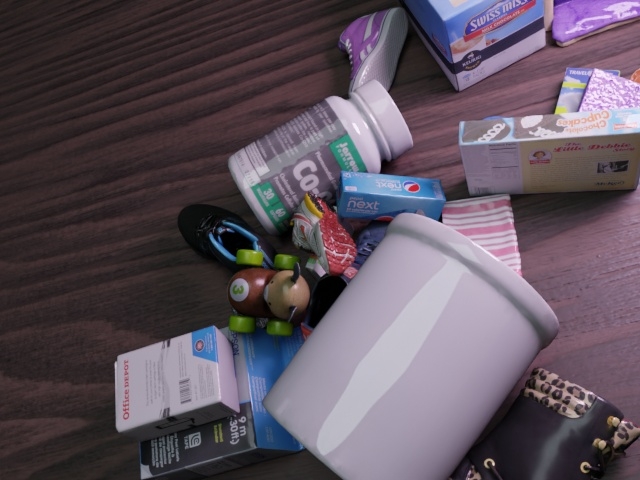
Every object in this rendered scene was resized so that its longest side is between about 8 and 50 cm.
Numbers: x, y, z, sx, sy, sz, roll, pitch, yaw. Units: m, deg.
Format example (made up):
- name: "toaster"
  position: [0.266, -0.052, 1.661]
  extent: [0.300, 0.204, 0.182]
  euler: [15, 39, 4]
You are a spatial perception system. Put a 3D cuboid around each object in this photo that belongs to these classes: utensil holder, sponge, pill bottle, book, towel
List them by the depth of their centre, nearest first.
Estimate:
- name: "utensil holder"
  position: [0.139, 0.205, 1.056]
  extent: [0.327, 0.328, 0.385]
  euler: [32, 77, 31]
- name: "sponge"
  position: [0.621, -0.254, 1.277]
  extent: [0.210, 0.031, 0.117]
  euler: [24, 71, 12]
- name: "towel"
  position: [0.315, -0.004, 1.284]
  extent: [0.144, 0.029, 0.197]
  euler: [-8, 60, 15]
- name: "book"
  position: [0.022, 0.015, 1.339]
  extent: [0.035, 0.096, 0.144]
  euler: [13, 67, 28]
- name: "pill bottle"
  position: [0.001, -0.181, 1.390]
  extent: [0.361, 0.204, 0.204]
  euler: [-31, 57, 2]

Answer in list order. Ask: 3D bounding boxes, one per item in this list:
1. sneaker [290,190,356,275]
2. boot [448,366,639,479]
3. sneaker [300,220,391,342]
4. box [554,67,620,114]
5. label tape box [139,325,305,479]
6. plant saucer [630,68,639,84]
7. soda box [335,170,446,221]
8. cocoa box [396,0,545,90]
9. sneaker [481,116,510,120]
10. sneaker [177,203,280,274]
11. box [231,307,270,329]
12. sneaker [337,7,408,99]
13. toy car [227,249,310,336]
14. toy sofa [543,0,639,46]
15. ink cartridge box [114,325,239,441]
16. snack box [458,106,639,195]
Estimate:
- name: "sneaker"
  position: [0.000, 0.000, 1.241]
  extent: [0.093, 0.088, 0.225]
  euler: [-51, 31, 19]
- name: "boot"
  position: [0.394, 0.391, 0.976]
  extent: [0.377, 0.138, 0.284]
  euler: [30, 76, 39]
- name: "sneaker"
  position: [0.072, 0.070, 1.254]
  extent: [0.131, 0.148, 0.350]
  euler: [15, 64, 27]
- name: "box"
  position: [0.555, -0.292, 1.349]
  extent: [0.109, 0.042, 0.178]
  euler: [12, 68, 24]
- name: "label tape box"
  position: [-0.174, 0.300, 1.244]
  extent: [0.347, 0.115, 0.249]
  euler: [-19, 57, 11]
- name: "plant saucer"
  position: [0.685, -0.326, 1.337]
  extent: [0.083, 0.013, 0.084]
  euler: [-8, 61, 15]
- name: "soda box"
  position: [0.140, -0.085, 1.309]
  extent: [0.210, 0.071, 0.067]
  euler: [5, 44, -8]
- name: "cocoa box"
  position: [0.321, -0.569, 1.475]
  extent: [0.231, 0.228, 0.347]
  euler: [-26, 57, 5]
- name: "sneaker"
  position: [0.420, -0.224, 1.337]
  extent: [0.209, 0.082, 0.069]
  euler: [30, 78, 32]
- name: "sneaker"
  position: [-0.205, -0.014, 1.406]
  extent: [0.340, 0.140, 0.125]
  euler: [28, 73, 35]
- name: "box"
  position: [-0.144, 0.160, 1.365]
  extent: [0.067, 0.018, 0.083]
  euler: [-31, 57, 1]
- name: "sneaker"
  position: [0.100, -0.434, 1.572]
  extent: [0.161, 0.102, 0.282]
  euler: [7, 63, 37]
- name: "toy car"
  position: [-0.081, 0.097, 1.178]
  extent: [0.148, 0.188, 0.155]
  euler: [8, 83, -21]
- name: "toy sofa"
  position: [0.657, -0.580, 1.407]
  extent: [0.362, 0.150, 0.177]
  euler: [-14, 57, 12]
- name: "ink cartridge box"
  position: [-0.262, 0.262, 1.179]
  extent: [0.203, 0.086, 0.148]
  euler: [-18, 56, 10]
- name: "snack box"
  position: [0.437, -0.162, 1.233]
  extent: [0.321, 0.187, 0.060]
  euler: [-1, 62, 19]
